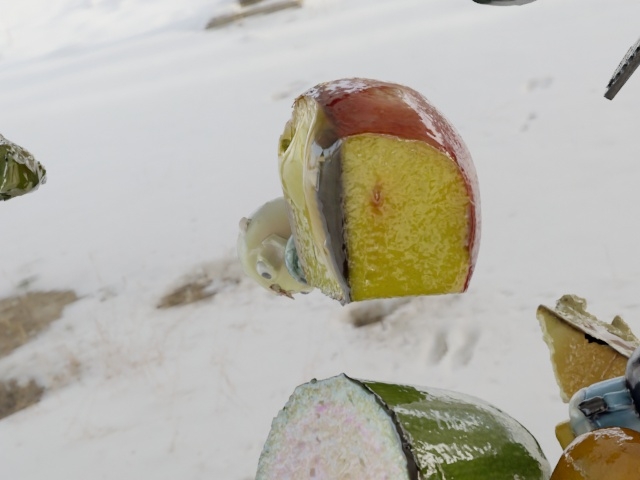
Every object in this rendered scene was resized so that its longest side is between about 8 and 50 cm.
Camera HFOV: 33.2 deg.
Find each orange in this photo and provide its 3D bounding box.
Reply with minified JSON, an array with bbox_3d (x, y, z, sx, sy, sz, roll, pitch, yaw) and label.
[{"bbox_3d":[0.307,0.272,1.117,0.124,0.156,0.156,-9,16,-30],"label":"orange"}]

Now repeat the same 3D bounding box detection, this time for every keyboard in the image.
[{"bbox_3d":[0.348,-0.210,1.170,0.087,0.017,0.250,-55,-6,30],"label":"keyboard"}]

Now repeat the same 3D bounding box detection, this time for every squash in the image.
[{"bbox_3d":[0.125,0.315,1.283,0.309,0.310,0.310,7,4,-38],"label":"squash"}]

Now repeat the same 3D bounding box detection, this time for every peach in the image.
[{"bbox_3d":[0.081,-0.066,1.421,0.243,0.306,0.380,-11,-1,-6],"label":"peach"}]

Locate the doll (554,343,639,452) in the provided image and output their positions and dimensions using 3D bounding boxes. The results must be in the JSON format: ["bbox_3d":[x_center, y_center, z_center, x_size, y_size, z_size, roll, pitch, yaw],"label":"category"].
[{"bbox_3d":[0.412,0.161,1.193,0.314,0.177,0.141,-39,51,27],"label":"doll"}]

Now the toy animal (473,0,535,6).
[{"bbox_3d":[0.113,-0.346,1.048,0.191,0.338,0.216,-57,-8,2],"label":"toy animal"}]

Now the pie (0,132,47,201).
[{"bbox_3d":[-0.465,-0.104,1.099,0.372,0.078,0.296,9,13,-9],"label":"pie"}]

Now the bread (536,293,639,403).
[{"bbox_3d":[0.497,0.194,1.800,0.211,0.223,0.184,-11,-1,24],"label":"bread"}]

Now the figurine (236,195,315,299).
[{"bbox_3d":[0.000,0.000,2.107,0.227,0.274,0.394,20,1,-33],"label":"figurine"}]
